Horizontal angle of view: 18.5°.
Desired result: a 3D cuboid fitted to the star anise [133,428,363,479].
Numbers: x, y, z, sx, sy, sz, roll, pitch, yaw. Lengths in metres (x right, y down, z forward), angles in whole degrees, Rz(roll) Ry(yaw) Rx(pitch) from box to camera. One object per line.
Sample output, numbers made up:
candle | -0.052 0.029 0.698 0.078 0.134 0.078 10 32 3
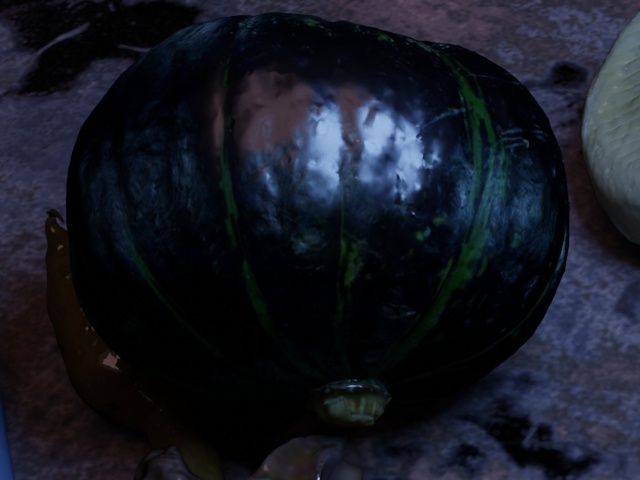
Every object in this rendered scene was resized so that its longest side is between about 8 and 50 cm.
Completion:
star anise | -0.076 0.228 1.104 0.315 0.108 0.315 -1 43 1

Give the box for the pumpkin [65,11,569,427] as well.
pumpkin | 0.000 0.000 1.210 0.315 0.315 0.238 -6 68 11

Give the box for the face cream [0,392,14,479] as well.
face cream | -0.258 0.124 1.301 0.135 0.086 0.385 -17 46 3

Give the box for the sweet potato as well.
sweet potato | -0.125 0.092 1.305 0.074 0.075 0.269 -26 57 -12

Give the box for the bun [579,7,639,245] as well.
bun | 0.292 -0.079 1.317 0.229 0.145 0.229 -33 40 33
